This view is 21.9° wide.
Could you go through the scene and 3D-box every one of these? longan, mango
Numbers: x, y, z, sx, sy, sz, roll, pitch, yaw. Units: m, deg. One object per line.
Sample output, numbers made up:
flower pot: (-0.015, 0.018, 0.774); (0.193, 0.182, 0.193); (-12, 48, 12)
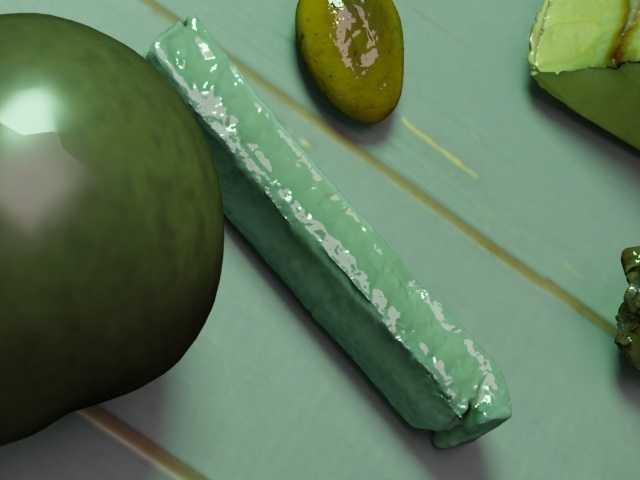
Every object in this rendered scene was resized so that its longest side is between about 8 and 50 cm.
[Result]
longan: (-0.168, 0.000, 0.919); (0.248, 0.248, 0.248); (9, 67, -21)
mango: (0.023, -0.136, 1.153); (0.079, 0.057, 0.114); (-16, 86, -33)

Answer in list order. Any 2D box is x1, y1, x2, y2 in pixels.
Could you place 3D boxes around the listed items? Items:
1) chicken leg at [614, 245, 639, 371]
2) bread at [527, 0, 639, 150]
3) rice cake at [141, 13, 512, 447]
chicken leg: (0.285, 0.016, 1.161); (0.196, 0.080, 0.125); (-39, 122, -13)
bread: (0.292, -0.119, 1.276); (0.264, 0.163, 0.168); (51, 49, -40)
rice cake: (0.000, 0.000, 1.081); (0.063, 0.066, 0.336); (-39, 90, -31)
